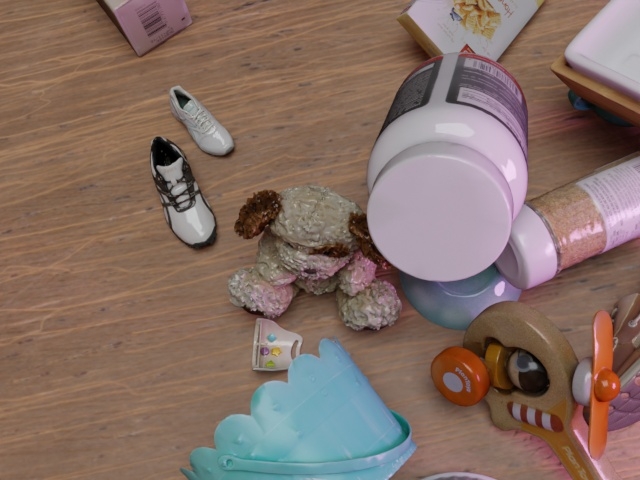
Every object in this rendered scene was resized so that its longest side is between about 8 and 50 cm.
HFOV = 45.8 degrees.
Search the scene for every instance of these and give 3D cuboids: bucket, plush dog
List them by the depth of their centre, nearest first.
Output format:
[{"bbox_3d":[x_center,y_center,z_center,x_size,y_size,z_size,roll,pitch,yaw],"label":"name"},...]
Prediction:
[{"bbox_3d":[-0.020,0.279,0.990,0.281,0.281,0.183,-41,78,-9],"label":"bucket"},{"bbox_3d":[0.000,0.000,1.089,0.263,0.225,0.210,9,66,4],"label":"plush dog"}]

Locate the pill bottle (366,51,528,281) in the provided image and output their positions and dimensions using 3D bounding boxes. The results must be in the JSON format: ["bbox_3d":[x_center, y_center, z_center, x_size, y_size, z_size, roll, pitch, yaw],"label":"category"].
[{"bbox_3d":[0.177,-0.111,1.043,0.210,0.210,0.363,12,32,9],"label":"pill bottle"}]

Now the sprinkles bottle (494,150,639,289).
[{"bbox_3d":[0.423,-0.048,1.115,0.356,0.121,0.121,-23,70,-10],"label":"sprinkles bottle"}]

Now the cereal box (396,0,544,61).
[{"bbox_3d":[0.261,-0.396,1.268,0.173,0.047,0.240,42,77,-17],"label":"cereal box"}]

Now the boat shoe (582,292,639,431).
[{"bbox_3d":[0.476,0.133,1.082,0.324,0.123,0.116,-46,39,-2],"label":"boat shoe"}]

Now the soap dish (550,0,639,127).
[{"bbox_3d":[0.513,-0.280,1.075,0.291,0.118,0.229,-45,55,-7],"label":"soap dish"}]

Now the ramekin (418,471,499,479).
[{"bbox_3d":[0.180,0.435,0.971,0.273,0.127,0.272,-3,72,10],"label":"ramekin"}]

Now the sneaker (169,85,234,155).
[{"bbox_3d":[-0.207,-0.201,1.278,0.054,0.061,0.152,-44,74,-12],"label":"sneaker"}]

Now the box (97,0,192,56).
[{"bbox_3d":[-0.374,-0.499,1.353,0.121,0.148,0.311,-36,70,-7],"label":"box"}]

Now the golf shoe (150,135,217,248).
[{"bbox_3d":[-0.231,-0.079,1.221,0.077,0.094,0.198,-27,72,-6],"label":"golf shoe"}]

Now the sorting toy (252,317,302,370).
[{"bbox_3d":[-0.064,0.166,1.149,0.075,0.045,0.083,6,60,-6],"label":"sorting toy"}]

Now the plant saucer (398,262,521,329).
[{"bbox_3d":[0.218,0.040,1.167,0.195,0.037,0.194,-2,71,5],"label":"plant saucer"}]

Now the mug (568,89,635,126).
[{"bbox_3d":[0.482,-0.250,1.211,0.158,0.097,0.129,15,73,11],"label":"mug"}]

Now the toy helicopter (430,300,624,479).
[{"bbox_3d":[0.330,0.234,1.007,0.140,0.235,0.355,-32,88,-39],"label":"toy helicopter"}]
